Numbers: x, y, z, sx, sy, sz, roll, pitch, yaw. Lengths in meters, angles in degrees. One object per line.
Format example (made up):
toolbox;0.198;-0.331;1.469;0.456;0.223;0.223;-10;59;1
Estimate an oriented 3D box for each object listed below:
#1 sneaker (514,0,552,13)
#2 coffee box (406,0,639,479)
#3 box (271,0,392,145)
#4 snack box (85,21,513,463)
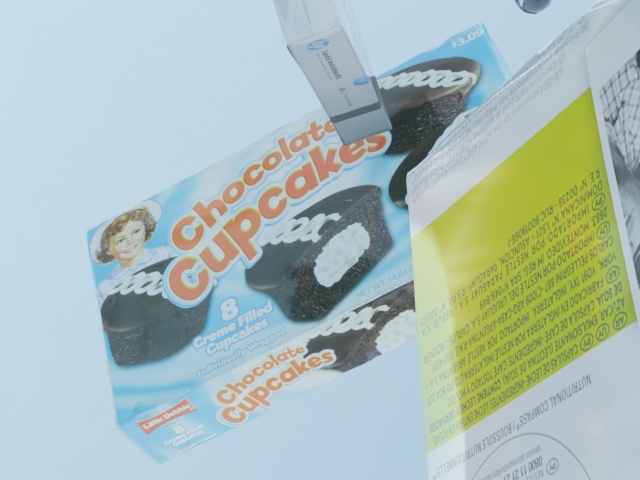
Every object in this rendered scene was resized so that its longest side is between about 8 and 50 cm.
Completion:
sneaker;0.229;-0.267;1.299;0.271;0.108;0.100;-54;-171;32
coffee box;0.269;0.070;0.781;0.338;0.338;0.334;-42;-135;52
box;-0.007;-0.155;1.094;0.038;0.186;0.145;-20;-108;7
snack box;0.000;0.000;1.190;0.322;0.060;0.187;-28;-135;11
